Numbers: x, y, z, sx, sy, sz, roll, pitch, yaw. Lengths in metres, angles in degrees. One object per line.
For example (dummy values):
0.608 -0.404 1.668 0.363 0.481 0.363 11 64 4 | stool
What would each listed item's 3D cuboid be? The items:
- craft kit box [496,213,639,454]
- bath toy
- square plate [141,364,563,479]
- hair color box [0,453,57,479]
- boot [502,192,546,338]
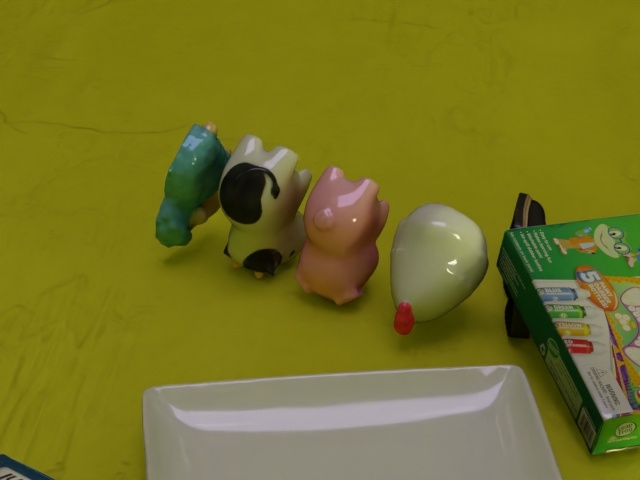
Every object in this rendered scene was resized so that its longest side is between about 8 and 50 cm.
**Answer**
0.321 0.075 1.508 0.247 0.061 0.250 -5 44 -17 | craft kit box
0.000 0.000 1.634 0.348 0.151 0.129 19 73 26 | bath toy
0.030 0.220 1.318 0.344 0.049 0.347 -3 30 -5 | square plate
-0.285 0.304 1.043 0.105 0.173 0.347 19 35 31 | hair color box
0.256 0.033 1.637 0.137 0.076 0.198 6 43 1 | boot
